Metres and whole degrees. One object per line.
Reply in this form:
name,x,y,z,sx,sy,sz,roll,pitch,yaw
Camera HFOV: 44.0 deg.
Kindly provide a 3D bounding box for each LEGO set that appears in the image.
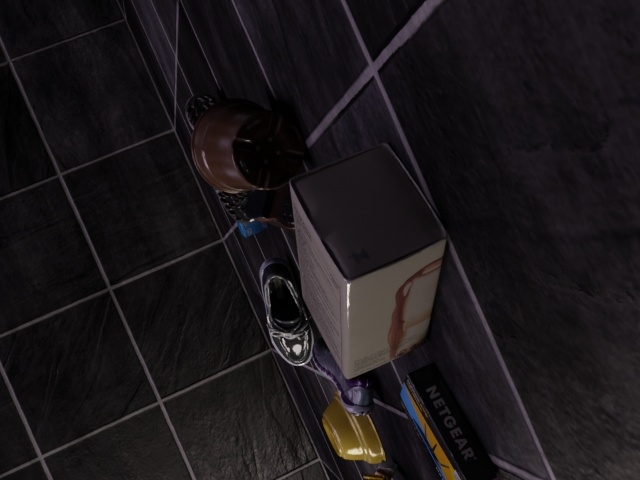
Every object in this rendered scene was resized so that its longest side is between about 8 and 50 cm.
LEGO set,0.127,0.561,1.591,0.287,0.132,0.107,-128,28,-74

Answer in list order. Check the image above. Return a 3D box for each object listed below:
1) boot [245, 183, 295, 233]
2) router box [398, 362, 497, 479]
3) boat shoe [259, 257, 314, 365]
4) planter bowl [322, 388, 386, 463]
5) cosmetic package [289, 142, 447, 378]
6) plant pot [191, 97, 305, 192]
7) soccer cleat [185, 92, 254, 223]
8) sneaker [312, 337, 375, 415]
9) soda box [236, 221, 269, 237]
boot,-0.029,-0.048,1.385,0.219,0.106,0.082,12,83,51
router box,0.175,0.276,1.122,0.179,0.046,0.133,61,167,25
boat shoe,-0.077,0.194,1.939,0.105,0.113,0.306,-105,7,-63
planter bowl,0.063,0.441,1.852,0.217,0.090,0.217,62,168,23
cosmetic package,0.055,0.037,0.984,0.296,0.129,0.153,87,158,-61
plant pot,-0.114,-0.155,1.322,0.165,0.167,0.167,19,132,64
soccer cleat,-0.213,-0.194,1.852,0.116,0.108,0.318,-62,-51,-78
sneaker,0.055,0.246,1.598,0.224,0.083,0.098,49,137,48
soda box,-0.203,-0.118,1.990,0.210,0.067,0.071,69,169,-12
